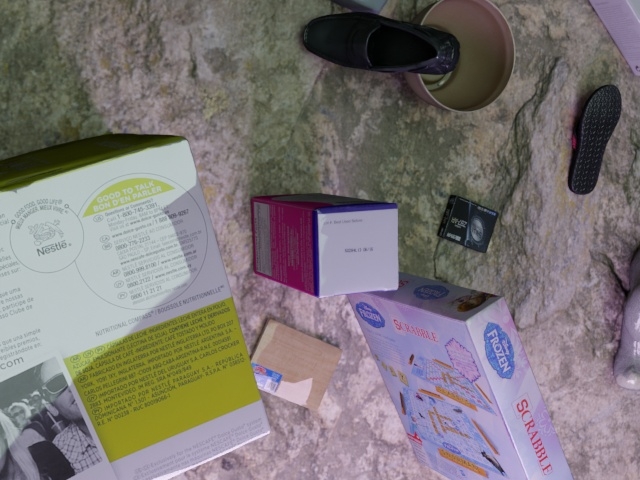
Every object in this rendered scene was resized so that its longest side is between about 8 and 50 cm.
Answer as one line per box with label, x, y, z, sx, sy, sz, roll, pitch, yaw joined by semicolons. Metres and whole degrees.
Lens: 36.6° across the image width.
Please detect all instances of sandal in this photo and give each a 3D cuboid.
sandal;0.425;-0.162;1.534;0.067;0.040;0.179;6;108;-20

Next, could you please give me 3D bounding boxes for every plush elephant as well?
plush elephant;0.634;0.078;1.533;0.272;0.255;0.330;-12;101;-23

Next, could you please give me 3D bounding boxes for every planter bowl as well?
planter bowl;0.176;-0.259;1.363;0.162;0.109;0.162;-3;97;-25

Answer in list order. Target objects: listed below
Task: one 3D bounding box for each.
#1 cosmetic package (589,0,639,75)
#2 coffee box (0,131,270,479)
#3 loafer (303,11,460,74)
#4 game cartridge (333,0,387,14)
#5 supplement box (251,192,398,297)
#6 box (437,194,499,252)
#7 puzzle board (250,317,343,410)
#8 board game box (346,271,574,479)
cosmetic package;0.499;-0.383;1.514;0.117;0.085;0.231;-47;113;-14
coffee box;-0.299;0.082;1.055;0.338;0.338;0.334;-20;104;-21
loafer;0.071;-0.259;1.263;0.078;0.223;0.076;-12;113;-61
game cartridge;0.006;-0.449;1.295;0.297;0.062;0.198;36;77;-24
supplement box;0.000;0.000;1.251;0.111;0.220;0.113;-5;99;-24
box;0.223;-0.025;1.462;0.083;0.018;0.067;21;87;-26
puzzle board;-0.039;0.176;1.368;0.128;0.011;0.096;26;86;-24
board game box;0.183;0.202;1.305;0.066;0.319;0.318;-30;108;-21
